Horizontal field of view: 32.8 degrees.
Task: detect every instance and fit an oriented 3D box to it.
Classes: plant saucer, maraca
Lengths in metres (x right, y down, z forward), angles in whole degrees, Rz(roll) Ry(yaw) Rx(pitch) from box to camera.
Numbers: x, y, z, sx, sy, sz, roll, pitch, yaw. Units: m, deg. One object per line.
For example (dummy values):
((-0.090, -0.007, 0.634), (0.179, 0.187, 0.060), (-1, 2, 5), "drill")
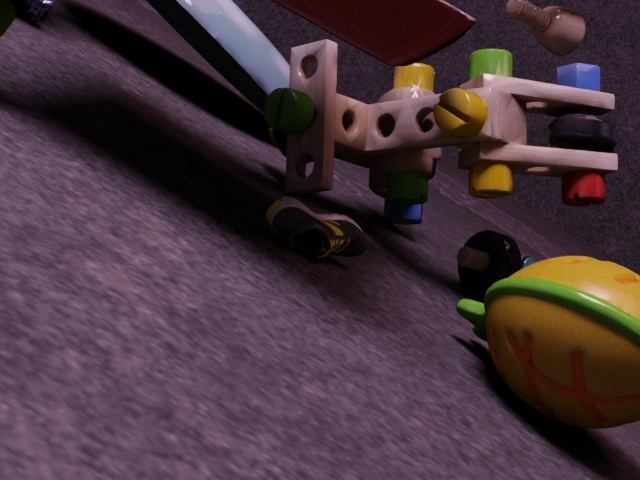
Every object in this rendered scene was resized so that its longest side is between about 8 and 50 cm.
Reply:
((-0.027, -0.180, 0.701), (0.258, 0.047, 0.259), (29, 10, 1), "plant saucer")
((-0.120, -0.229, 1.127), (0.317, 0.044, 0.317), (45, -1, 1), "plant saucer")
((0.154, 0.064, 0.680), (0.127, 0.099, 0.186), (39, -16, -9), "maraca")

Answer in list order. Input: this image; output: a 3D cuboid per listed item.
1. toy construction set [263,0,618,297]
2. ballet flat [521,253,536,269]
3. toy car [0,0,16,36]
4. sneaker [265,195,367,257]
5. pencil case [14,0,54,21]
((0.097, -0.126, 0.887), (0.237, 0.309, 0.257), (16, 11, -41), "toy construction set")
((0.188, 0.029, 1.078), (0.041, 0.041, 0.114), (36, 11, 23), "ballet flat")
((-0.214, -0.150, 0.526), (0.155, 0.149, 0.188), (39, 19, -21), "toy car")
((0.000, 0.000, 0.716), (0.083, 0.031, 0.035), (18, 30, -38), "sneaker")
((-0.373, -0.350, 0.899), (0.410, 0.183, 0.160), (29, 40, -13), "pencil case")
